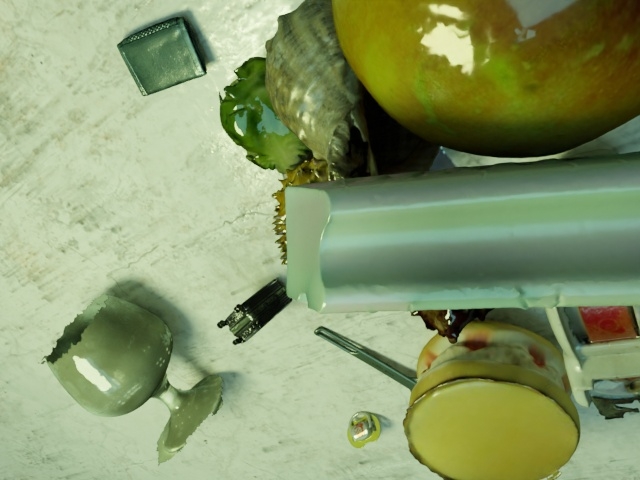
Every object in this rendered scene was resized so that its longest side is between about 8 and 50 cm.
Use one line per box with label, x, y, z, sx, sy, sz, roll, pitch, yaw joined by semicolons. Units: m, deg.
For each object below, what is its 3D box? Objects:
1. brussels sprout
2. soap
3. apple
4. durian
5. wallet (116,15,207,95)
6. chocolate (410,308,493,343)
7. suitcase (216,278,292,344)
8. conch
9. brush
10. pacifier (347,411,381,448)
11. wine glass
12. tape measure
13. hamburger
brussels sprout;-0.067;-0.171;0.861;0.139;0.100;0.181;-20;113;15
soap;0.128;-0.011;0.568;0.346;0.208;0.115;-4;97;18
apple;0.200;-0.247;0.568;0.384;0.374;0.374;-5;136;-25
durian;0.000;0.000;0.913;0.191;0.112;0.341;24;150;-7
wallet;-0.231;-0.269;0.888;0.129;0.026;0.088;-9;118;28
chocolate;0.179;0.067;0.892;0.206;0.177;0.224;-14;119;29
suitcase;-0.113;0.126;1.086;0.059;0.126;0.086;50;129;2
conch;0.031;-0.174;0.758;0.159;0.210;0.291;-9;84;51
brush;0.108;0.229;1.149;0.266;0.027;0.062;29;131;3
pacifier;0.096;0.395;1.268;0.083;0.068;0.064;-35;142;22
wine glass;-0.376;0.271;1.238;0.238;0.238;0.323;-31;114;36
tape measure;0.346;0.034;0.742;0.130;0.258;0.265;-12;121;31
hamburger;0.274;0.270;1.003;0.260;0.186;0.303;11;124;9
